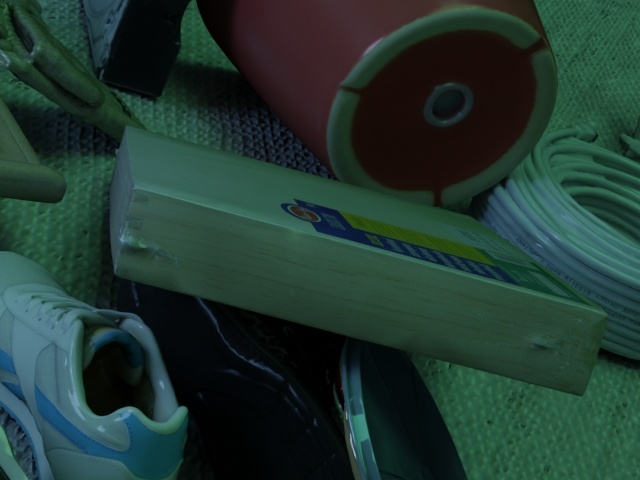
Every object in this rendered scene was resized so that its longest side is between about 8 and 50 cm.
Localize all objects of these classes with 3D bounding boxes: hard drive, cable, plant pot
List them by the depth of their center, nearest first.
[{"bbox_3d":[0.059,-0.172,1.541,0.275,0.275,0.243,11,33,-31],"label":"plant pot"},{"bbox_3d":[0.242,0.003,1.587,0.257,0.089,0.257,-4,39,-46],"label":"cable"},{"bbox_3d":[-0.142,-0.304,1.614,0.064,0.237,0.339,15,29,-20],"label":"hard drive"}]

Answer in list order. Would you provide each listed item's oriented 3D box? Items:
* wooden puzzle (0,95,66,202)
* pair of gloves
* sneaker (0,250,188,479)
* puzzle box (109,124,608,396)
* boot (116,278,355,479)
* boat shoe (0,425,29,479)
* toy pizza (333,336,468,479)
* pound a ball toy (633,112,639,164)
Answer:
[{"bbox_3d":[-0.371,-0.113,1.232,0.322,0.080,0.348,7,28,-37],"label":"wooden puzzle"},{"bbox_3d":[-0.238,-0.169,1.417,0.240,0.042,0.204,49,3,28],"label":"pair of gloves"},{"bbox_3d":[-0.138,0.070,1.087,0.087,0.092,0.228,3,33,-38],"label":"sneaker"},{"bbox_3d":[0.000,0.000,1.201,0.272,0.052,0.409,15,6,-8],"label":"puzzle box"},{"bbox_3d":[-0.002,0.098,1.178,0.178,0.085,0.236,3,41,-54],"label":"boot"},{"bbox_3d":[-0.163,0.160,0.940,0.079,0.084,0.233,-30,60,-16],"label":"boat shoe"},{"bbox_3d":[0.049,0.145,1.077,0.201,0.032,0.201,-21,90,-75],"label":"toy pizza"},{"bbox_3d":[0.353,-0.135,1.857,0.208,0.136,0.319,61,22,-14],"label":"pound a ball toy"}]
